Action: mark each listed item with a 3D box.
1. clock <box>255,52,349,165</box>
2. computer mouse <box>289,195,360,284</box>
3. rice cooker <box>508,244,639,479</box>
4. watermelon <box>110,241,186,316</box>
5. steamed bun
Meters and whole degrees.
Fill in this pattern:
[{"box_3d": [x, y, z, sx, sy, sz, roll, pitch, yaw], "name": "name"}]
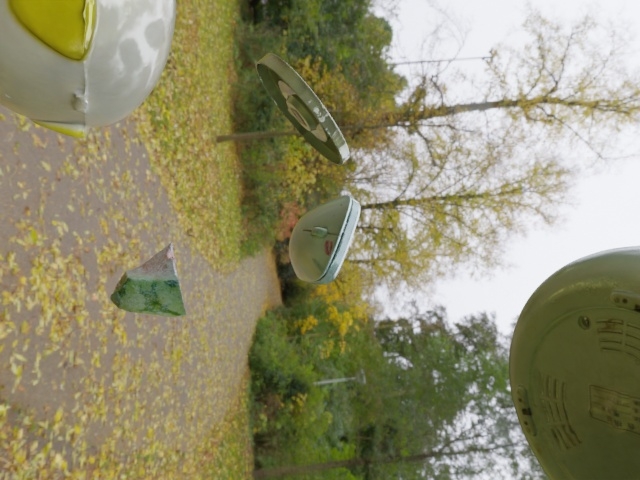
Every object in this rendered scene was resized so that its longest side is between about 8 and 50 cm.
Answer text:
[{"box_3d": [-0.032, -0.233, 0.848, 0.235, 0.029, 0.235, 50, -2, 2], "name": "clock"}, {"box_3d": [-0.006, -0.002, 0.850, 0.288, 0.097, 0.160, 132, -19, -83], "name": "computer mouse"}, {"box_3d": [0.358, 0.128, 0.430, 0.288, 0.276, 0.289, 175, -90, -65], "name": "rice cooker"}, {"box_3d": [-0.273, 0.066, 0.831, 0.158, 0.121, 0.098, -50, 166, -52], "name": "watermelon"}, {"box_3d": [-0.361, -0.332, 0.643, 0.374, 0.333, 0.334, 141, -51, -60], "name": "steamed bun"}]
